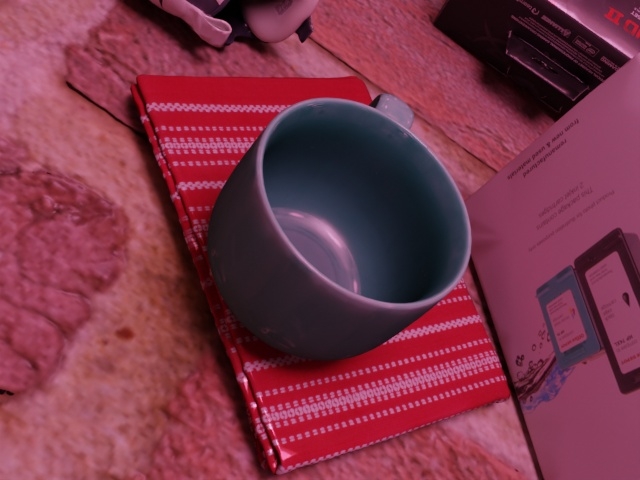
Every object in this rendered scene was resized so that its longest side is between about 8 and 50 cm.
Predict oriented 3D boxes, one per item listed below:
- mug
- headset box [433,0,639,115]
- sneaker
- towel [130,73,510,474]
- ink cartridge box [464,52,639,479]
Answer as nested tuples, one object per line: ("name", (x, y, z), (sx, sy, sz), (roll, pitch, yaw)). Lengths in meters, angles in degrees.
("mug", (0.012, -0.004, 0.447), (0.157, 0.097, 0.129), (-24, 75, -41))
("headset box", (0.264, -0.248, 0.753), (0.218, 0.110, 0.293), (35, 65, 0))
("sneaker", (-0.041, -0.223, 0.607), (0.153, 0.094, 0.235), (47, 48, 2))
("towel", (0.000, 0.000, 0.524), (0.199, 0.031, 0.275), (-8, 65, -35))
("ink cartridge box", (0.258, 0.053, 0.536), (0.198, 0.197, 0.270), (4, 59, -31))
